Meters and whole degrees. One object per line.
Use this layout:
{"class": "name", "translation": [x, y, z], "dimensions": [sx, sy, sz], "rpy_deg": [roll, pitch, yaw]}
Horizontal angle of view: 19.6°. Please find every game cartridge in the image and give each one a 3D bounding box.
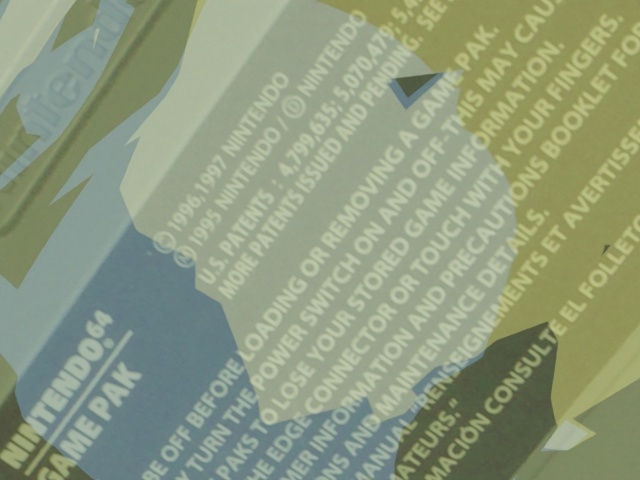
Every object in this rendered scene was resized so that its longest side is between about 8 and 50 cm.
{"class": "game cartridge", "translation": [0.000, 0.000, 0.403], "dimensions": [0.196, 0.060, 0.294], "rpy_deg": [34, 108, -10]}
